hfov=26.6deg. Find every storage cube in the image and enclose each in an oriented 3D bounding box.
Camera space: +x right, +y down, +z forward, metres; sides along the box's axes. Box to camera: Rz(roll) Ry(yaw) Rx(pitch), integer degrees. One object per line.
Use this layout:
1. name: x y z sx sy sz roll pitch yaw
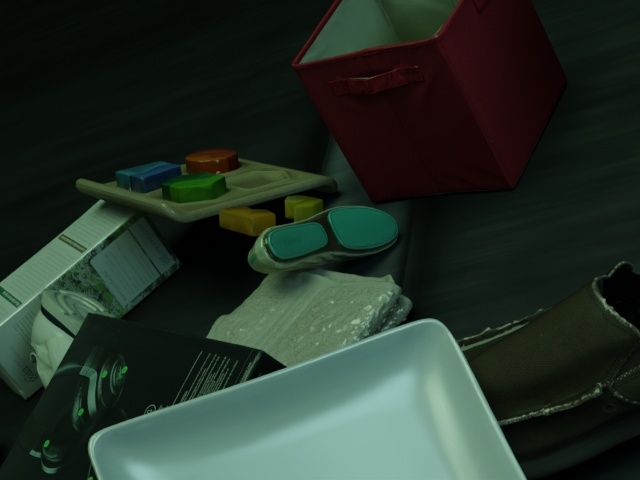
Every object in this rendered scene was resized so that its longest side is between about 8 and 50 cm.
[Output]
1. storage cube: 0.121 -0.177 1.418 0.184 0.193 0.215 -6 38 37

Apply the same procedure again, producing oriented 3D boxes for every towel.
1. towel: -0.054 0.130 1.274 0.187 0.049 0.282 5 46 47

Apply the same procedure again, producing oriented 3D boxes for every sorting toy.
1. sorting toy: -0.100 -0.061 1.486 0.229 0.041 0.307 -12 16 -36

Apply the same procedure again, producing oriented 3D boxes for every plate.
1. plate: 0.016 0.213 0.917 0.278 0.045 0.277 -18 63 -16

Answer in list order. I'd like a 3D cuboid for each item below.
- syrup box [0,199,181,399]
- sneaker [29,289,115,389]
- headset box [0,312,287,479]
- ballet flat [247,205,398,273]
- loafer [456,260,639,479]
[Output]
1. syrup box: -0.285 0.059 1.539 0.237 0.093 0.096 -41 31 -15
2. sneaker: -0.231 0.142 1.396 0.235 0.090 0.094 42 111 47
3. headset box: -0.143 0.204 1.097 0.283 0.131 0.246 5 63 50
4. ballet flat: 0.000 0.000 1.363 0.168 0.057 0.052 -8 -20 -34
5. loafer: 0.207 0.073 1.014 0.366 0.130 0.134 -18 32 13
